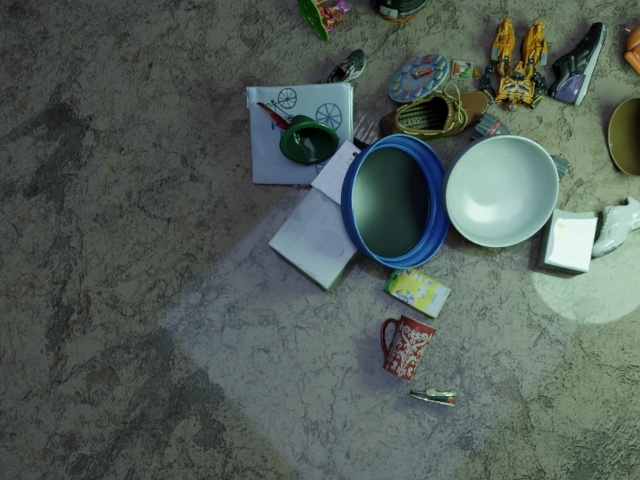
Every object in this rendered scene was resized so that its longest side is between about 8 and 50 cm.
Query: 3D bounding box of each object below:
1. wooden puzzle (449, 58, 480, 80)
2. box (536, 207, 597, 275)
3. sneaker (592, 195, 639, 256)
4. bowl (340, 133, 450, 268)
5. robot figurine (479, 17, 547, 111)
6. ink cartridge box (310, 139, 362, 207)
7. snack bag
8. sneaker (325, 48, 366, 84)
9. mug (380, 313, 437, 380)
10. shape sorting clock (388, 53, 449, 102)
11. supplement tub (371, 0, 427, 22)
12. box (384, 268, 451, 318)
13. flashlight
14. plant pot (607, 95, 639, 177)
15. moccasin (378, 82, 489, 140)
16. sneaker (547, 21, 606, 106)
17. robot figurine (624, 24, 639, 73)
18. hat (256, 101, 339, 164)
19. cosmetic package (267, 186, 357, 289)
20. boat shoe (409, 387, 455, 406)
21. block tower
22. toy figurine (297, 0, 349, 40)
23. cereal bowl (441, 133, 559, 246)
[{"bbox_3d":[0.464,-0.558,1.952,0.117,0.014,0.078,1,80,4],"label":"wooden puzzle"},{"bbox_3d":[0.736,0.006,1.792,0.130,0.091,0.170,13,81,6],"label":"box"},{"bbox_3d":[0.880,-0.044,1.803,0.232,0.090,0.115,-38,73,-13],"label":"sneaker"},{"bbox_3d":[0.223,-0.111,1.749,0.392,0.077,0.390,-1,92,-35],"label":"bowl"},{"bbox_3d":[0.623,-0.554,1.905,0.211,0.085,0.290,7,80,6],"label":"robot figurine"},{"bbox_3d":[0.078,-0.196,1.839,0.145,0.045,0.179,39,90,1],"label":"ink cartridge box"},{"bbox_3d":[-0.065,-0.323,1.871,0.343,0.037,0.322,1,104,12],"label":"snack bag"},{"bbox_3d":[0.085,-0.554,1.944,0.072,0.077,0.178,36,83,8],"label":"sneaker"},{"bbox_3d":[0.251,0.314,1.776,0.113,0.150,0.169,25,85,-29],"label":"mug"},{"bbox_3d":[0.308,-0.514,1.888,0.206,0.040,0.206,-23,40,21],"label":"shape sorting clock"},{"bbox_3d":[0.250,-0.835,1.852,0.207,0.338,0.206,-1,79,4],"label":"supplement tub"},{"bbox_3d":[0.292,0.151,1.820,0.179,0.043,0.105,29,83,6],"label":"box"},{"bbox_3d":[0.616,-0.281,1.841,0.304,0.103,0.103,33,49,13],"label":"flashlight"},{"bbox_3d":[1.046,-0.319,1.781,0.255,0.237,0.236,-8,79,-12],"label":"plant pot"},{"bbox_3d":[0.363,-0.391,1.823,0.380,0.147,0.139,-12,86,-23],"label":"moccasin"},{"bbox_3d":[0.807,-0.573,1.890,0.124,0.107,0.283,19,81,13],"label":"sneaker"},{"bbox_3d":[1.046,-0.592,1.864,0.158,0.128,0.219,-36,77,32],"label":"robot figurine"},{"bbox_3d":[-0.055,-0.360,1.827,0.173,0.209,0.183,-35,47,29],"label":"hat"},{"bbox_3d":[0.000,0.000,1.817,0.225,0.138,0.224,38,84,7],"label":"cosmetic package"},{"bbox_3d":[0.330,0.455,1.758,0.137,0.049,0.043,11,77,3],"label":"boat shoe"},{"bbox_3d":[0.084,-0.374,1.905,0.336,0.097,0.090,30,83,7],"label":"block tower"},{"bbox_3d":[0.035,-0.777,1.982,0.159,0.130,0.173,-36,101,-13],"label":"toy figurine"},{"bbox_3d":[0.518,-0.155,1.783,0.339,0.141,0.338,-1,106,-5],"label":"cereal bowl"}]
